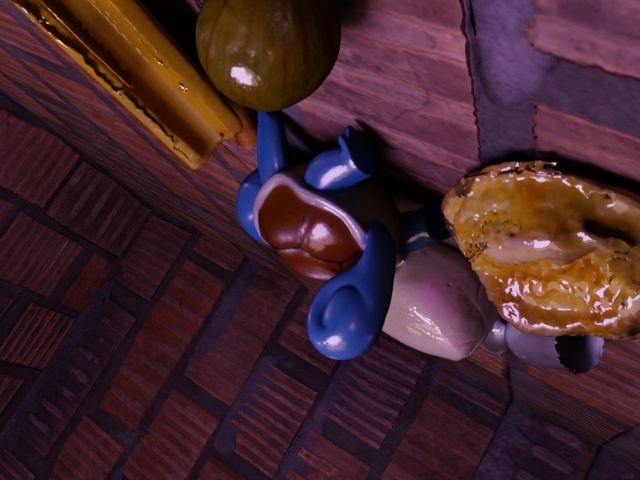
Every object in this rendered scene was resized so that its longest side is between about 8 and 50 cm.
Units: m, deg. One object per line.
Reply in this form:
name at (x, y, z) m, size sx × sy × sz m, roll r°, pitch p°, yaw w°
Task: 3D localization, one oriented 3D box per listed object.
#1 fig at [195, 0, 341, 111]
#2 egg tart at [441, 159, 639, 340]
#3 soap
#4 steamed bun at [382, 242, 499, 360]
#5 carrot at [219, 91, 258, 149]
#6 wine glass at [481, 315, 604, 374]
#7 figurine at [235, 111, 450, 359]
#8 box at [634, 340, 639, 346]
fig at (-0.044, -0.211, 0.454) m, size 0.124 × 0.124 × 0.236 m, roll 27°, pitch 145°, yaw 22°
egg tart at (0.253, 0.030, 0.626) m, size 0.297 × 0.132 × 0.297 m, roll 28°, pitch 163°, yaw 9°
soap at (-0.250, -0.238, 0.719) m, size 0.204 × 0.096 × 0.324 m, roll 41°, pitch 176°, yaw 41°
steamed bun at (0.170, 0.077, 0.975) m, size 0.238 × 0.170 × 0.152 m, roll 24°, pitch 148°, yaw 34°
carrot at (-0.121, -0.186, 0.870) m, size 0.048 × 0.048 × 0.139 m, roll 28°, pitch 167°, yaw 17°
wine glass at (0.351, 0.155, 0.977) m, size 0.103 × 0.103 × 0.222 m, roll 34°, pitch 169°, yaw -14°
figurine at (0.025, -0.028, 0.835) m, size 0.298 × 0.243 × 0.416 m, roll 27°, pitch -166°, yaw -33°
box at (0.465, 0.144, 0.806) m, size 0.083 × 0.024 × 0.053 m, roll 36°, pitch 168°, yaw -18°
